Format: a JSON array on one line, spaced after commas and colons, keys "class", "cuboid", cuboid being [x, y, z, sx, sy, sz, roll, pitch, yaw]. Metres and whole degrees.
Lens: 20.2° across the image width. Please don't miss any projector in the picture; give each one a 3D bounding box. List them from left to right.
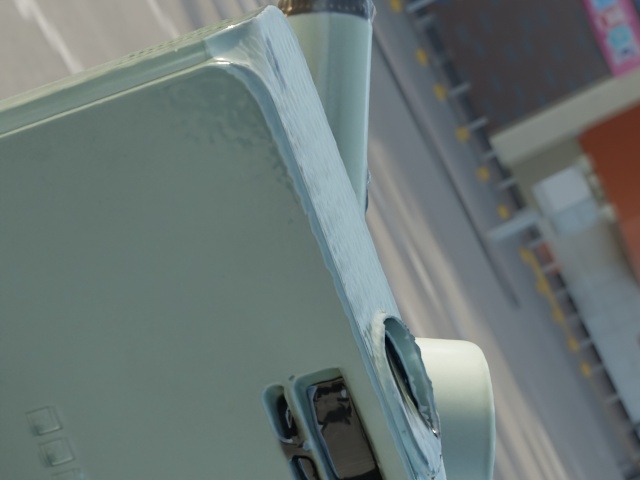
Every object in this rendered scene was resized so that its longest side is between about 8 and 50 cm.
[{"class": "projector", "cuboid": [-0.069, 0.039, 0.839, 0.108, 0.198, 0.250, -54, 125, -73]}]

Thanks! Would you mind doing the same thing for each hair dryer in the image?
[{"class": "hair dryer", "cuboid": [0.000, 0.000, 1.082, 0.128, 0.203, 0.362, 142, -49, -79]}]
